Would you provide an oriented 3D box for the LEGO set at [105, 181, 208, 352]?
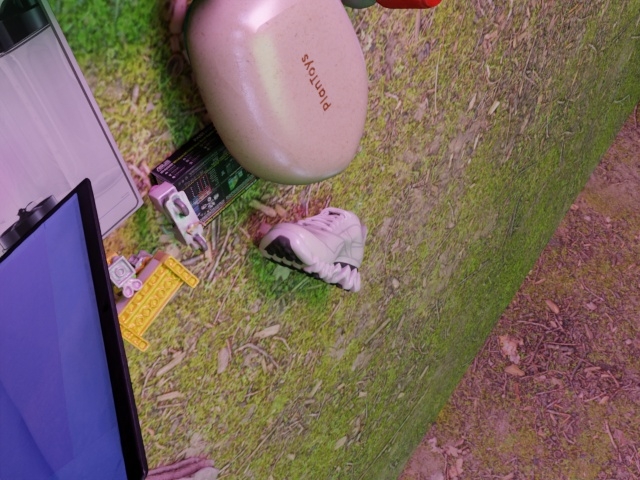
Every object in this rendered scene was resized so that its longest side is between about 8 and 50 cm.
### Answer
[{"bbox_3d":[-0.244,0.058,0.690,0.287,0.107,0.132,-34,121,-28],"label":"LEGO set"}]

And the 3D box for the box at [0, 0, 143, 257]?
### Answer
[{"bbox_3d":[-0.260,-0.086,0.503,0.169,0.087,0.290,-46,149,-26],"label":"box"}]

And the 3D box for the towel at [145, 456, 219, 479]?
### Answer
[{"bbox_3d":[-0.268,0.428,1.023,0.282,0.049,0.187,8,109,-61],"label":"towel"}]

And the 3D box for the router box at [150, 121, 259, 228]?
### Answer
[{"bbox_3d":[-0.128,-0.075,0.790,0.122,0.038,0.092,-45,148,-27],"label":"router box"}]

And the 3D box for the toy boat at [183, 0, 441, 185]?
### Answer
[{"bbox_3d":[-0.006,-0.215,0.753,0.318,0.148,0.268,-45,136,-22],"label":"toy boat"}]

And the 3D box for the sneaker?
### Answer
[{"bbox_3d":[0.000,0.000,1.022,0.118,0.110,0.292,-68,161,-2],"label":"sneaker"}]

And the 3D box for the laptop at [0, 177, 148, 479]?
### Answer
[{"bbox_3d":[-0.258,0.091,0.395,0.264,0.234,0.137,-3,136,-26],"label":"laptop"}]
